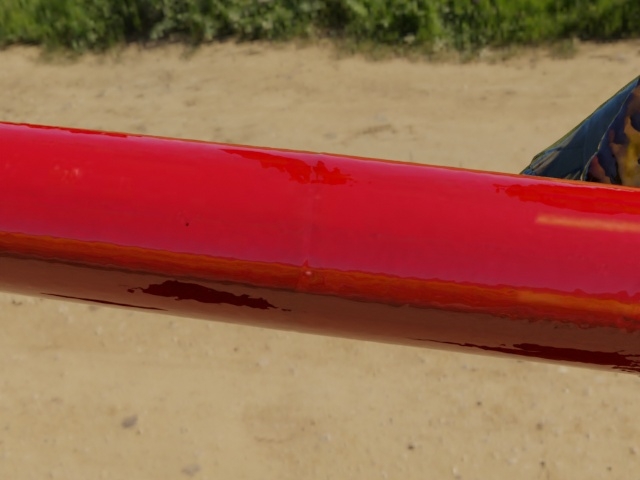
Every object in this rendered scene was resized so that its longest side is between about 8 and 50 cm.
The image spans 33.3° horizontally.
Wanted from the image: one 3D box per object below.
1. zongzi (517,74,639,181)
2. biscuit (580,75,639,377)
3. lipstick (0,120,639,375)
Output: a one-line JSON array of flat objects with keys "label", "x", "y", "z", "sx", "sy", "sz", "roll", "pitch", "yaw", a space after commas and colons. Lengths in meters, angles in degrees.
[{"label": "zongzi", "x": 0.302, "y": -0.092, "z": 1.167, "sx": 0.289, "sy": 0.317, "sz": 0.154, "roll": -26, "pitch": 54, "yaw": -17}, {"label": "biscuit", "x": 0.300, "y": -0.045, "z": 0.565, "sx": 0.359, "sy": 0.046, "sz": 0.359, "roll": -29, "pitch": 43, "yaw": 31}, {"label": "lipstick", "x": 0.000, "y": 0.001, "z": 0.395, "sx": 0.280, "sy": 0.073, "sz": 0.073, "roll": 7, "pitch": 35, "yaw": -2}]
